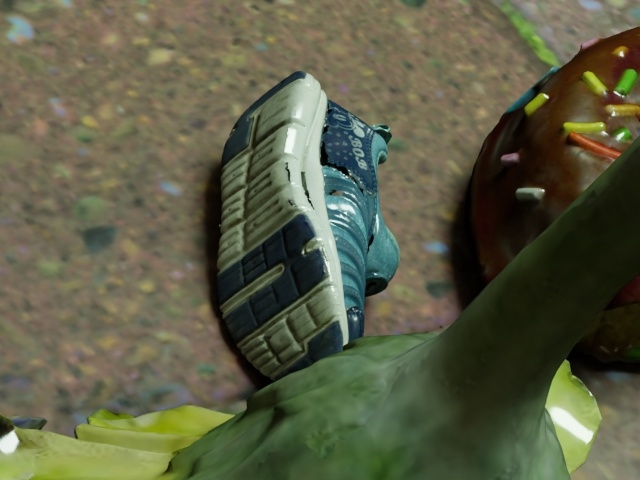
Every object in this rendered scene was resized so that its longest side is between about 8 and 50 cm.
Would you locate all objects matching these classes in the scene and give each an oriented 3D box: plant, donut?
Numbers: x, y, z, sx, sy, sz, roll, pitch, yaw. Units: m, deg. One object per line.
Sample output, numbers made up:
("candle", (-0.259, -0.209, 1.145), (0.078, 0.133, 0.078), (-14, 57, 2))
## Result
("plant", (-0.010, 0.086, 0.600), (0.261, 0.297, 0.306), (5, 38, 14))
("donut", (0.183, -0.007, 0.871), (0.230, 0.096, 0.216), (31, 43, 5))

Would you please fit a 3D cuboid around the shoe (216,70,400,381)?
("shoe", (0.000, 0.000, 0.809), (0.071, 0.064, 0.143), (23, 45, -30))
